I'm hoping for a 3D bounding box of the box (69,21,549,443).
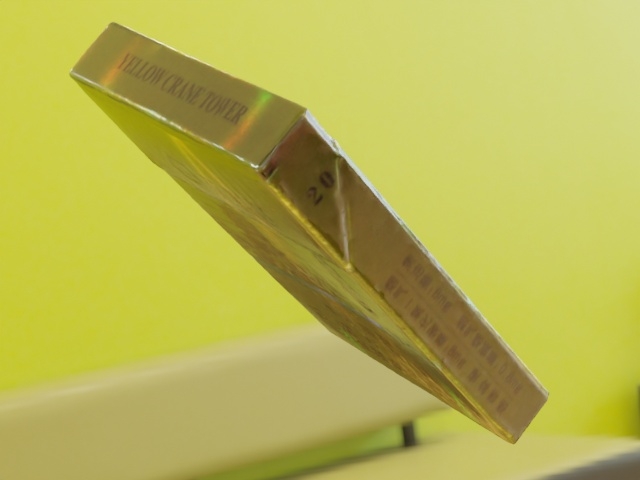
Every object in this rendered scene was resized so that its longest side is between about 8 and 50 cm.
[{"bbox_3d":[0.000,0.000,0.560,0.121,0.030,0.193,28,-13,46],"label":"box"}]
